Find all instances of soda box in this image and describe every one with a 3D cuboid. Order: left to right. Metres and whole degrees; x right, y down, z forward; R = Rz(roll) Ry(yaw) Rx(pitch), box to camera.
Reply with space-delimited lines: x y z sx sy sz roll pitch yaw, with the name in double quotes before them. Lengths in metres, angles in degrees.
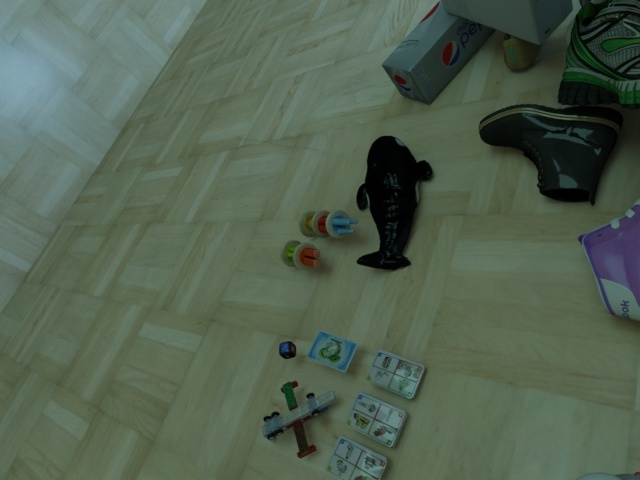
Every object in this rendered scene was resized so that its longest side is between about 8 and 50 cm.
"soda box" 0.262 -0.417 0.959 0.286 0.091 0.098 -48 39 0

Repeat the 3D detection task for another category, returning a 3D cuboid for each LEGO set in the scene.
"LEGO set" 0.017 0.236 0.706 0.244 0.060 0.182 12 63 37

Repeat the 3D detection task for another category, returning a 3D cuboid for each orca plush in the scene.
"orca plush" 0.099 -0.091 0.835 0.151 0.102 0.287 -5 56 40

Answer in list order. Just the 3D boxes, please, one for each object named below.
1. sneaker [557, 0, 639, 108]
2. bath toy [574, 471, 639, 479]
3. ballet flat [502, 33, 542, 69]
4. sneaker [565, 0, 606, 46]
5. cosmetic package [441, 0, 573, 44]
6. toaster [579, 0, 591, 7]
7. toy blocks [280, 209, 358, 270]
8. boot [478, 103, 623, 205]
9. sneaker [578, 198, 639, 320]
"sneaker" 0.375 -0.224 0.527 0.134 0.146 0.343 -10 18 -4
"bath toy" 0.349 0.254 0.318 0.348 0.129 0.151 1 97 48
"ballet flat" 0.382 -0.413 0.862 0.080 0.073 0.232 -1 58 44
"sneaker" 0.475 -0.298 0.624 0.305 0.114 0.152 6 39 45
"cosmetic package" 0.295 -0.428 0.800 0.085 0.117 0.231 -46 50 3
"toaster" 0.512 -0.457 0.753 0.168 0.110 0.186 -47 39 0
"toy blocks" 0.000 0.000 0.866 0.148 0.054 0.123 5 62 59
"boot" 0.311 -0.123 0.698 0.198 0.077 0.137 8 70 46
"sneaker" 0.384 -0.041 0.543 0.161 0.102 0.282 0 58 46
